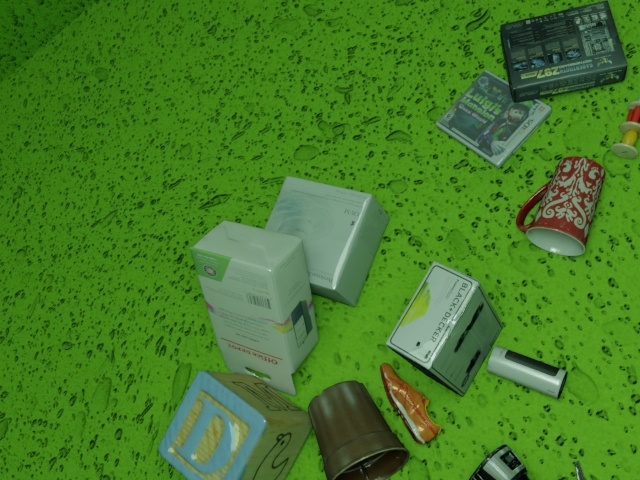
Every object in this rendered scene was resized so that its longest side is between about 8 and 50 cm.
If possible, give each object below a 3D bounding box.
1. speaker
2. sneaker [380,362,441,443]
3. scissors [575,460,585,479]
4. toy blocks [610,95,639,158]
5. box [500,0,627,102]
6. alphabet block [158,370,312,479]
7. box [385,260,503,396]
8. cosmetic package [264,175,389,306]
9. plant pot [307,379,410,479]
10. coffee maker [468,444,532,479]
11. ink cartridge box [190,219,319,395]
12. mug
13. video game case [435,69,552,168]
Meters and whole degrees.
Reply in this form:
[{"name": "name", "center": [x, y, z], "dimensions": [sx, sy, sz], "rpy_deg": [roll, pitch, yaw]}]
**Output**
[{"name": "speaker", "center": [0.382, 0.244, 1.167], "dimensions": [0.136, 0.055, 0.055], "rpy_deg": [19, 77, 30]}, {"name": "sneaker", "center": [0.175, 0.315, 1.238], "dimensions": [0.067, 0.064, 0.175], "rpy_deg": [-27, 64, -11]}, {"name": "scissors", "center": [0.467, 0.526, 1.034], "dimensions": [0.108, 0.021, 0.297], "rpy_deg": [1, 69, 27]}, {"name": "toy blocks", "center": [0.662, -0.229, 1.240], "dimensions": [0.123, 0.054, 0.148], "rpy_deg": [20, 78, 30]}, {"name": "box", "center": [0.522, -0.409, 1.364], "dimensions": [0.232, 0.059, 0.184], "rpy_deg": [-10, 63, 15]}, {"name": "alphabet block", "center": [-0.165, 0.390, 1.258], "dimensions": [0.193, 0.197, 0.192], "rpy_deg": [30, 92, 31]}, {"name": "box", "center": [0.233, 0.168, 1.129], "dimensions": [0.087, 0.290, 0.169], "rpy_deg": [28, 83, 31]}, {"name": "cosmetic package", "center": [0.000, 0.000, 1.395], "dimensions": [0.224, 0.138, 0.225], "rpy_deg": [15, 77, 29]}, {"name": "plant pot", "center": [0.059, 0.372, 1.206], "dimensions": [0.167, 0.167, 0.165], "rpy_deg": [-35, 52, 7]}, {"name": "coffee maker", "center": [0.327, 0.466, 1.057], "dimensions": [0.178, 0.120, 0.171], "rpy_deg": [39, 95, 35]}, {"name": "ink cartridge box", "center": [-0.127, 0.147, 1.334], "dimensions": [0.207, 0.354, 0.119], "rpy_deg": [14, 40, 28]}, {"name": "mug", "center": [0.469, -0.075, 1.232], "dimensions": [0.150, 0.113, 0.169], "rpy_deg": [18, 74, 27]}, {"name": "video game case", "center": [0.384, -0.275, 1.404], "dimensions": [0.173, 0.022, 0.190], "rpy_deg": [-47, 58, 0]}]
